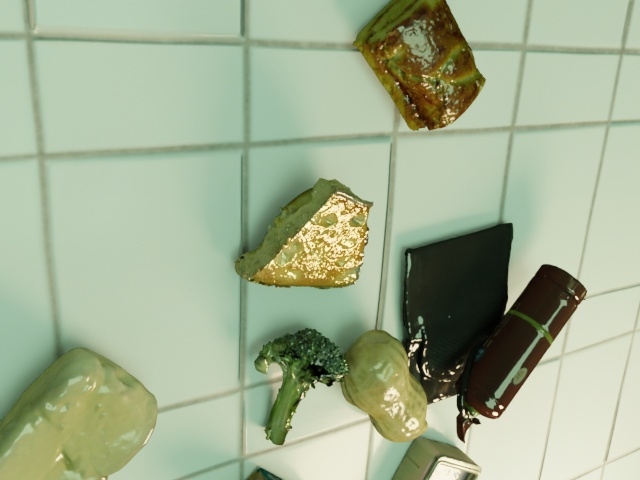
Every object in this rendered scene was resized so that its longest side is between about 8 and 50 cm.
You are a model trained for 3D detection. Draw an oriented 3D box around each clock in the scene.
[{"bbox_3d":[0.202,0.483,1.239,0.147,0.071,0.192,28,92,-37],"label":"clock"}]

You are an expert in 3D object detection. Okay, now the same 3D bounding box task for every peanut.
[{"bbox_3d":[0.104,0.246,1.064,0.123,0.123,0.257,-39,132,-15],"label":"peanut"}]

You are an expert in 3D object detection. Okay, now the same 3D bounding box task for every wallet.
[{"bbox_3d":[0.243,0.140,1.157,0.247,0.041,0.323,-14,113,-29],"label":"wallet"}]

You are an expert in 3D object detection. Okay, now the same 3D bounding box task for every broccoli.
[{"bbox_3d":[-0.040,0.223,0.980,0.122,0.118,0.204,-14,135,-54],"label":"broccoli"}]

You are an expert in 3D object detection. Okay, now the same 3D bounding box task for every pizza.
[{"bbox_3d":[0.001,-0.007,0.929,0.204,0.081,0.188,18,121,-46],"label":"pizza"}]

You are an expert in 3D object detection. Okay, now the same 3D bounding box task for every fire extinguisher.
[{"bbox_3d":[0.337,0.207,1.157,0.341,0.105,0.141,-52,134,-7],"label":"fire extinguisher"}]

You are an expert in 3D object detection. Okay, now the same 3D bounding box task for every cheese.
[{"bbox_3d":[-0.332,0.261,0.803,0.263,0.093,0.159,-48,123,-6],"label":"cheese"}]

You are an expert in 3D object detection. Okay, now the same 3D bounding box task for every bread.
[{"bbox_3d":[0.145,-0.251,0.903,0.132,0.103,0.172,-48,123,-12],"label":"bread"}]

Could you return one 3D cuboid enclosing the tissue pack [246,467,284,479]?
[{"bbox_3d":[-0.047,0.450,1.038,0.082,0.120,0.169,-50,128,-5],"label":"tissue pack"}]
